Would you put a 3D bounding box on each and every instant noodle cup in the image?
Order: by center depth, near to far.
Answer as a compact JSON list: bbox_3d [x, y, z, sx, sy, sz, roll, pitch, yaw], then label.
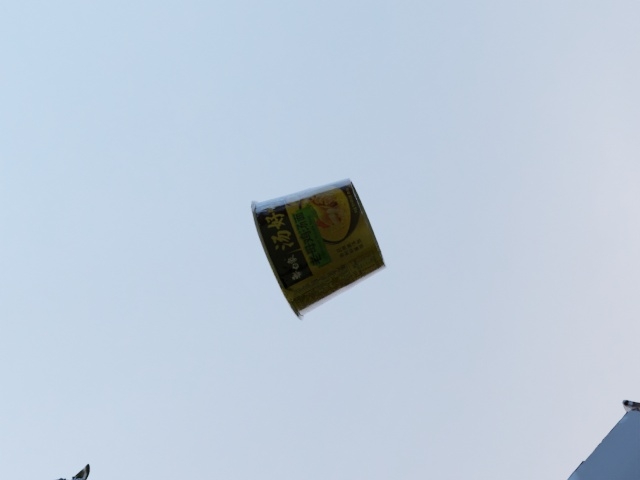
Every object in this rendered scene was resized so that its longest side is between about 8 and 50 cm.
[{"bbox_3d":[0.000,0.000,1.324,0.122,0.151,0.151,-25,-77,6],"label":"instant noodle cup"}]

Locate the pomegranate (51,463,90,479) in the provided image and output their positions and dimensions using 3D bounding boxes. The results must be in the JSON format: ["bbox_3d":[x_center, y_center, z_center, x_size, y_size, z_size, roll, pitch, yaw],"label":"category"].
[{"bbox_3d":[-0.322,0.342,1.386,0.122,0.122,0.162,28,-102,-29],"label":"pomegranate"}]

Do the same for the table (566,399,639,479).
[{"bbox_3d":[0.328,0.288,1.100,0.193,0.172,0.169,-43,-69,-22],"label":"table"}]
